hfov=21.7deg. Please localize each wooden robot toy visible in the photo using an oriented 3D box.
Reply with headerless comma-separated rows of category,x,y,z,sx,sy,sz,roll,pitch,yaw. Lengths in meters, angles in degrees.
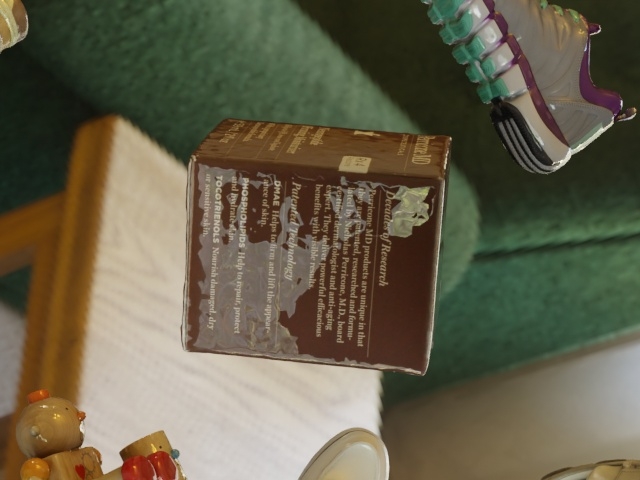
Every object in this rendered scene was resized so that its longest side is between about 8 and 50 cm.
wooden robot toy,-0.121,0.109,0.874,0.079,0.076,0.173,63,17,10

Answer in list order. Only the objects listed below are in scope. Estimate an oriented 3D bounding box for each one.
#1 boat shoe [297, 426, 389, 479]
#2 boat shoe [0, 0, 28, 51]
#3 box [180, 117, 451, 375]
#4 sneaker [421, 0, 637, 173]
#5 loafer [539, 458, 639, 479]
boat shoe,0.003,0.267,1.478,0.083,0.076,0.226,29,72,-6
boat shoe,-0.309,-0.201,1.261,0.190,0.068,0.072,37,58,20
box,0.000,0.000,1.390,0.168,0.203,0.167,-67,161,-74
sneaker,0.143,-0.164,1.223,0.224,0.098,0.083,62,-12,-8
loafer,0.276,0.245,1.449,0.111,0.319,0.112,10,78,-19
